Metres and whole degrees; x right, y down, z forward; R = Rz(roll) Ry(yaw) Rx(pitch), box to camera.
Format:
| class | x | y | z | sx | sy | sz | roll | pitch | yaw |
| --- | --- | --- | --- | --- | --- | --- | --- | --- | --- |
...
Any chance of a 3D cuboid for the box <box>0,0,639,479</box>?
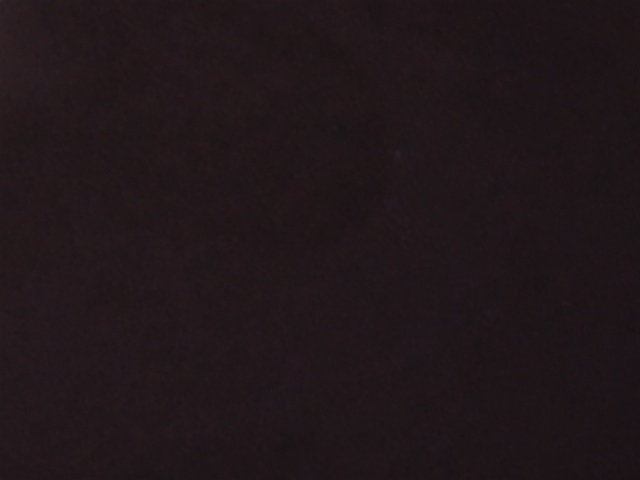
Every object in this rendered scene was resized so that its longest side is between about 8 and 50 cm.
| class | x | y | z | sx | sy | sz | roll | pitch | yaw |
| --- | --- | --- | --- | --- | --- | --- | --- | --- | --- |
| box | 0.019 | -0.042 | 0.764 | 0.480 | 0.297 | 0.472 | -65 | 10 | -14 |
